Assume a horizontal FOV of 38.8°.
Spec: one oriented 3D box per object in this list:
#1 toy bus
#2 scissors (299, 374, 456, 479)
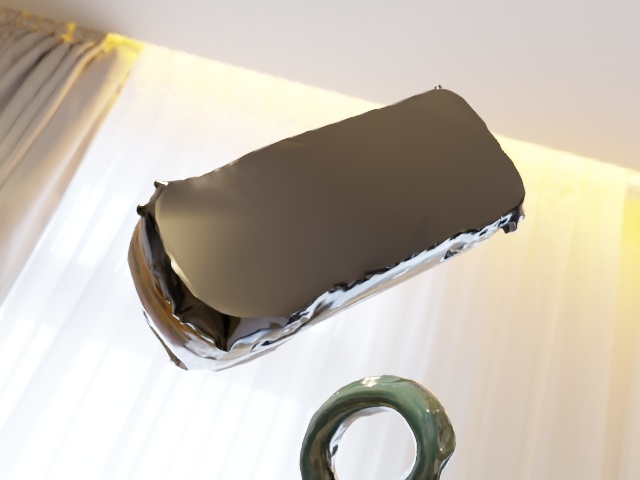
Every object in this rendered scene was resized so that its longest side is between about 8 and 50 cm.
[{"bbox_3d":[0.000,0.000,0.852,0.171,0.386,0.162,57,-35,14],"label":"toy bus"},{"bbox_3d":[-0.015,0.182,0.467,0.289,0.041,0.138,-44,-111,35],"label":"scissors"}]
